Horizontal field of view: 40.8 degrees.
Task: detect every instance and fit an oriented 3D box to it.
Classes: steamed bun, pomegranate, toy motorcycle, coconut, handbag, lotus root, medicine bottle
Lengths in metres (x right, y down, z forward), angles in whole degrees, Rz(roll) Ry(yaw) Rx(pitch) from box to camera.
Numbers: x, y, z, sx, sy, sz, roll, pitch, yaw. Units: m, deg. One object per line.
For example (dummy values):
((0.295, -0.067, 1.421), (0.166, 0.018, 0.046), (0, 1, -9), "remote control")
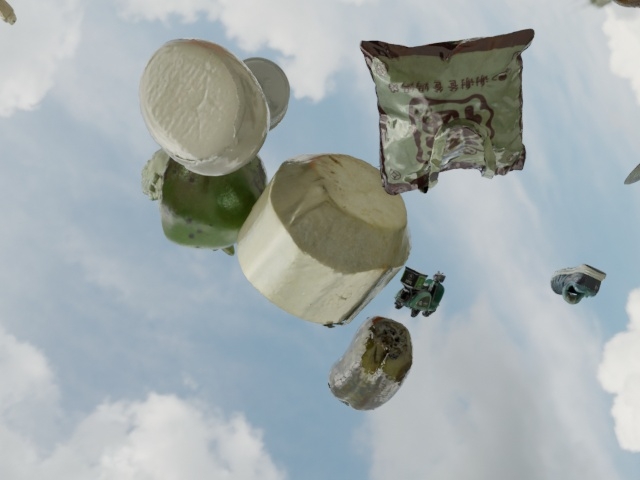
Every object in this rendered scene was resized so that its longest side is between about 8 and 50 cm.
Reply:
((-0.165, -0.197, 1.272), (0.228, 0.177, 0.130), (42, -164, 26), "steamed bun")
((-0.224, -0.089, 1.765), (0.341, 0.260, 0.261), (70, -161, -58), "pomegranate")
((0.208, 0.107, 1.743), (0.173, 0.058, 0.100), (14, -79, -57), "toy motorcycle")
((0.000, 0.000, 1.583), (0.323, 0.323, 0.323), (24, -127, -35), "coconut")
((0.170, -0.168, 1.124), (0.127, 0.212, 0.235), (-90, -9, -48), "handbag")
((0.115, 0.279, 1.908), (0.152, 0.275, 0.160), (24, -130, -9), "lotus root")
((-0.128, -0.257, 1.564), (0.139, 0.237, 0.139), (0, -89, -9), "medicine bottle")

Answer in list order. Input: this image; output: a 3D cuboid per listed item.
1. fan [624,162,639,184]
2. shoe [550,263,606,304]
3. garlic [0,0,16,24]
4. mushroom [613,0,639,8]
((0.349, -0.077, 0.902), (0.080, 0.060, 0.003), (-10, -117, -38), "fan")
((0.494, 0.090, 1.667), (0.063, 0.143, 0.071), (27, -106, -11), "shoe")
((-0.579, -0.447, 1.401), (0.226, 0.199, 0.199), (56, -141, -28), "garlic")
((0.479, -0.405, 1.275), (0.085, 0.126, 0.109), (-26, -59, -32), "mushroom")
